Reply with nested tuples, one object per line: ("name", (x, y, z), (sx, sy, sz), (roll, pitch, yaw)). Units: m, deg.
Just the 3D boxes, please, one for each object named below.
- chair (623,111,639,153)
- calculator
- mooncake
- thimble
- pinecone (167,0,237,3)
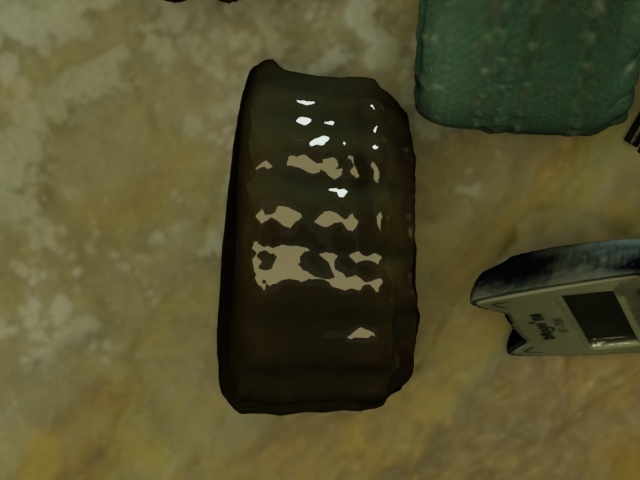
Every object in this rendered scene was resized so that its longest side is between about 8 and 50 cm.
("chair", (0.316, -0.146, 1.174), (0.141, 0.154, 0.260), (29, 99, 1))
("calculator", (0.240, 0.039, 1.175), (0.268, 0.177, 0.040), (-1, 71, 16))
("mooncake", (0.000, 0.000, 1.175), (0.124, 0.228, 0.228), (4, 94, -4))
("thimble", (0.134, -0.171, 1.165), (0.143, 0.198, 0.235), (6, 127, 3))
("pinecone", (-0.064, -0.254, 1.172), (0.221, 0.221, 0.221), (0, 94, 5))
